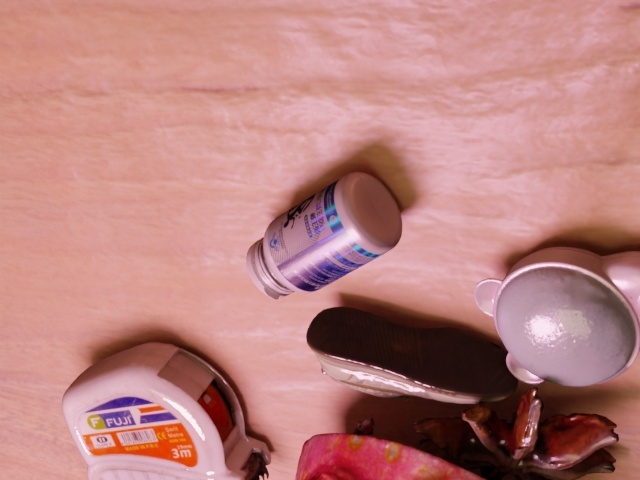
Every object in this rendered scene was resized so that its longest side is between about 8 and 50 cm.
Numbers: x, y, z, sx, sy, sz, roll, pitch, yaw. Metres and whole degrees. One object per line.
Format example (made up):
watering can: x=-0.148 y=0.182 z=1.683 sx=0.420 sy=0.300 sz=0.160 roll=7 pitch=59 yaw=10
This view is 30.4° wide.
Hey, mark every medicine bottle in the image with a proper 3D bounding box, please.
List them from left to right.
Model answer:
medicine bottle: x=0.000 y=0.000 z=1.458 sx=0.191 sy=0.107 sz=0.107 roll=-30 pitch=105 yaw=35

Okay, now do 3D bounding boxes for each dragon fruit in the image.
dragon fruit: x=0.112 y=0.419 z=1.536 sx=0.386 sy=0.249 sz=0.371 roll=-2 pitch=145 yaw=46

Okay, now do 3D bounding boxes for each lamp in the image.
lamp: x=0.310 y=0.093 z=1.379 sx=0.246 sy=0.108 sz=0.179 roll=-16 pitch=117 yaw=31

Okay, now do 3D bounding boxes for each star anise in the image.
star anise: x=0.243 y=0.258 z=1.496 sx=0.288 sy=0.088 sz=0.288 roll=5 pitch=152 yaw=3

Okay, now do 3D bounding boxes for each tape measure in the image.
tape measure: x=-0.231 y=0.279 z=1.735 sx=0.258 sy=0.130 sz=0.265 roll=-10 pitch=111 yaw=26

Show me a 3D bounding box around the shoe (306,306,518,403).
shoe: x=0.117 y=0.163 z=1.519 sx=0.275 sy=0.103 sz=0.098 roll=14 pitch=141 yaw=17
